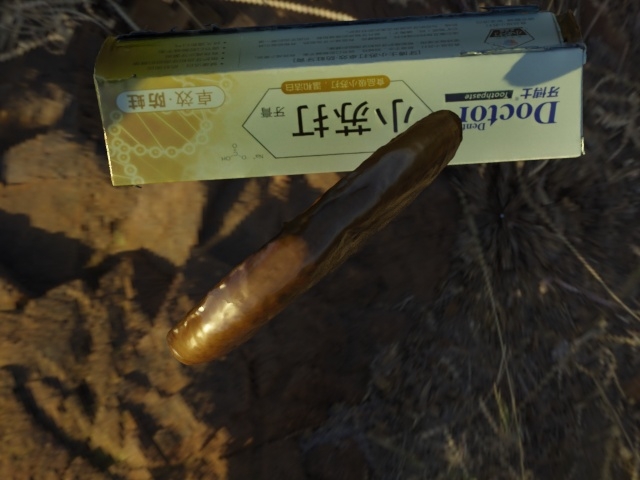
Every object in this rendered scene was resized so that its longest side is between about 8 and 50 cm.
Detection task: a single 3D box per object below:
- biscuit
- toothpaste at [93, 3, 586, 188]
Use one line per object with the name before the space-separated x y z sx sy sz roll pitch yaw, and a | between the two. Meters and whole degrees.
biscuit | 0.000 0.000 0.878 0.212 0.212 0.036 -39 89 6
toothpaste | 0.014 -0.096 1.017 0.313 0.071 0.089 -3 120 3
